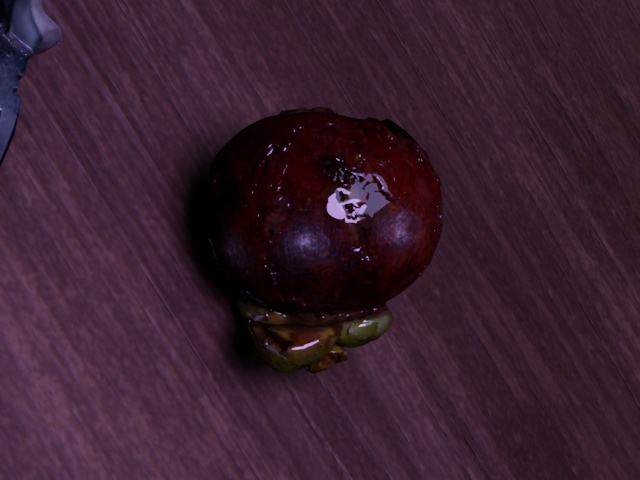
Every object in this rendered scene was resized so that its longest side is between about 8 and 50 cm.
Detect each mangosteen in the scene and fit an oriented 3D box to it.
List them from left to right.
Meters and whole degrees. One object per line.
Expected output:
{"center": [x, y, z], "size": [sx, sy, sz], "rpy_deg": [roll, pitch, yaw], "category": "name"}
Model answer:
{"center": [0.000, 0.000, 1.313], "size": [0.166, 0.166, 0.180], "rpy_deg": [0, 99, -44], "category": "mangosteen"}

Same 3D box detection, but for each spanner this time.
{"center": [-0.209, -0.171, 1.257], "size": [0.096, 0.040, 0.324], "rpy_deg": [23, 57, -35], "category": "spanner"}
